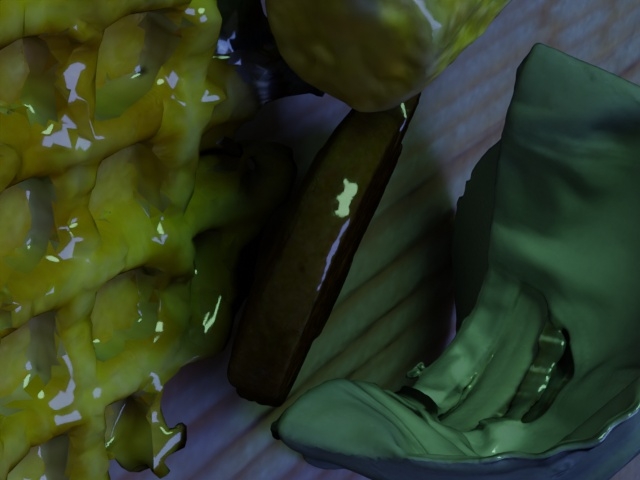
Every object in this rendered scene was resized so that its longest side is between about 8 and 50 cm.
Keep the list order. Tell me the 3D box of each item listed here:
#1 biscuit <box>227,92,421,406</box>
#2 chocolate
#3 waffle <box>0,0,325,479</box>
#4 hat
[{"bbox_3d":[0.000,0.000,0.650,0.236,0.039,0.180,-44,159,-86],"label":"biscuit"},{"bbox_3d":[0.115,-0.225,0.649,0.445,0.162,0.162,-54,141,-39],"label":"chocolate"},{"bbox_3d":[-0.152,0.002,0.496,0.379,0.095,0.382,-61,146,-15],"label":"waffle"},{"bbox_3d":[0.107,0.068,0.754,0.258,0.168,0.301,-54,170,-20],"label":"hat"}]
